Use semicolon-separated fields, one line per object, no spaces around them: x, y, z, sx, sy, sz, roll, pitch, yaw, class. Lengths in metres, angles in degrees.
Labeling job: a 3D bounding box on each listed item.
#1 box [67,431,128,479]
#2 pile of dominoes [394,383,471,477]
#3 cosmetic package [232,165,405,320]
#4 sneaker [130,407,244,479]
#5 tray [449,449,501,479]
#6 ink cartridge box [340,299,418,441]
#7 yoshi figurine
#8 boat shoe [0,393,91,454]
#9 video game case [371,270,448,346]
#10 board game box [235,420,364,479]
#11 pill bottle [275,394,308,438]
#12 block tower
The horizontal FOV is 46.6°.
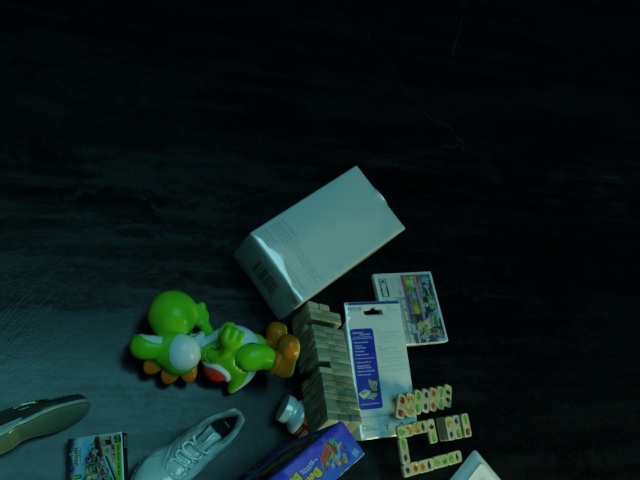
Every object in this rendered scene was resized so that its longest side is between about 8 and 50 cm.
-0.443;0.496;1.483;0.114;0.036;0.207;-8;69;-2;box
0.276;0.455;1.806;0.251;0.040;0.196;4;73;-46;pile of dominoes
0.000;0.000;1.873;0.385;0.156;0.217;-32;84;-34;cosmetic package
-0.274;0.437;1.532;0.111;0.129;0.297;46;44;5;sneaker
0.439;0.669;1.846;0.270;0.030;0.145;50;56;2;tray
0.136;0.317;1.827;0.165;0.065;0.332;1;75;-24;ink cartridge box
-0.237;0.203;1.660;0.362;0.203;0.203;7;49;-20;yoshi figurine
-0.579;0.353;1.483;0.228;0.081;0.068;-18;47;-33;boat shoe
0.237;0.182;1.978;0.183;0.023;0.201;-1;67;-25;video game case
-0.088;0.489;1.492;0.233;0.347;0.078;-32;84;-32;board game box
-0.022;0.420;1.709;0.152;0.086;0.086;31;58;-10;pill bottle
0.011;0.303;1.710;0.091;0.097;0.335;15;43;-27;block tower
